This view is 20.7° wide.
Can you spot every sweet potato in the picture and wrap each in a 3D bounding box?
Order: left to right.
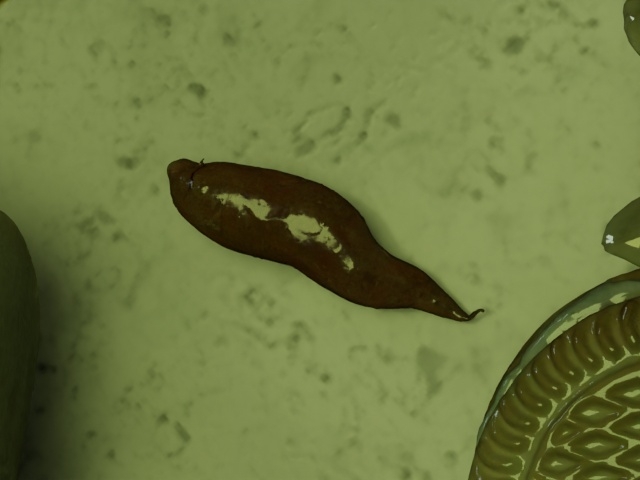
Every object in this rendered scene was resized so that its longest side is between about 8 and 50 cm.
[{"bbox_3d":[0.000,0.000,0.951,0.195,0.056,0.056,28,94,13],"label":"sweet potato"}]

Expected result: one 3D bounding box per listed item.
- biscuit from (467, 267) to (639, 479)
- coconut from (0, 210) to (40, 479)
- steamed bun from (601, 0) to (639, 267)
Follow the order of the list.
[{"bbox_3d":[0.189,0.135,0.855,0.259,0.079,0.259,-2,84,18],"label":"biscuit"},{"bbox_3d":[-0.290,0.085,0.919,0.323,0.323,0.323,-2,84,19],"label":"coconut"},{"bbox_3d":[0.256,-0.036,0.750,0.247,0.189,0.428,-17,64,21],"label":"steamed bun"}]
